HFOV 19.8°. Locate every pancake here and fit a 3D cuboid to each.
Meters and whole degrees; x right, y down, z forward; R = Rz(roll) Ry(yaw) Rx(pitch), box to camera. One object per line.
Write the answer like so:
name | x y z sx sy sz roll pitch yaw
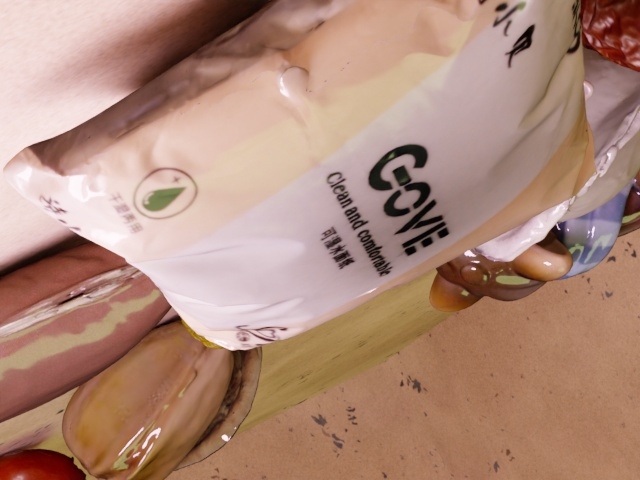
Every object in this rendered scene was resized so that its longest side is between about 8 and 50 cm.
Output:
pancake | -0.163 0.198 2.365 0.235 0.212 0.029 -37 131 22

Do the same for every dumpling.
dumpling | 0.256 -0.134 1.759 0.260 0.181 0.341 -41 171 39

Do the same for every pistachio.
pistachio | -0.203 0.190 2.264 0.260 0.163 0.213 -46 -162 -2

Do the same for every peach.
peach | -0.402 0.385 2.592 0.196 0.190 0.226 -44 162 14

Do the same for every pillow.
pillow | -0.266 0.093 1.603 0.308 0.108 0.305 -24 175 -18

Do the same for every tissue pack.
tissue pack | 0.012 -0.083 1.258 0.390 0.195 0.375 -30 159 2

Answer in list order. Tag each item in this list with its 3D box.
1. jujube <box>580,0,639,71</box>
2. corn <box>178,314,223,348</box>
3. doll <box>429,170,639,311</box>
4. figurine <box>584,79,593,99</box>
jujube | 0.300 -0.214 1.554 0.168 0.168 0.236 -26 -172 -24
corn | -0.062 0.029 1.844 0.131 0.131 0.344 -26 172 -23
doll | 0.247 -0.066 1.989 0.340 0.209 0.318 -27 -169 -29
figurine | 0.116 -0.102 1.634 0.235 0.155 0.127 -46 -164 28
